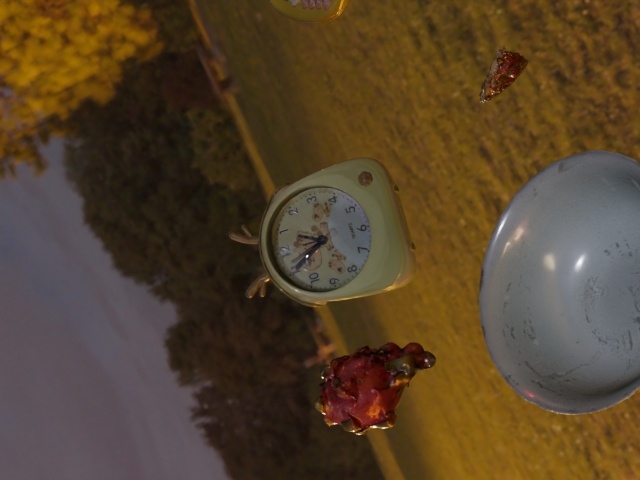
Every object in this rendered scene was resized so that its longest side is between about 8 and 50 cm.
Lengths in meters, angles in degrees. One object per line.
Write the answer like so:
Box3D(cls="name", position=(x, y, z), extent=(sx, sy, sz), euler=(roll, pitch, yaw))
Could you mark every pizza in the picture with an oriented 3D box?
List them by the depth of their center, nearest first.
Box3D(cls="pizza", position=(0.295, -0.261, 1.726), extent=(0.029, 0.099, 0.100), euler=(43, -161, 30))

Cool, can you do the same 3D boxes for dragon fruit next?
Box3D(cls="dragon fruit", position=(0.090, 0.229, 1.720), extent=(0.133, 0.208, 0.150), euler=(53, -168, -46))

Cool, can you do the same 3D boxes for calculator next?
Box3D(cls="calculator", position=(-0.021, -0.373, 1.447), extent=(0.235, 0.032, 0.146), euler=(37, 122, 52))

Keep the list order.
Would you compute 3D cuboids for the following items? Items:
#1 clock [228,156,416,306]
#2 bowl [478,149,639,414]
Box3D(cls="clock", position=(0.000, 0.000, 1.850), extent=(0.096, 0.308, 0.235), euler=(11, -117, -77))
Box3D(cls="bowl", position=(0.483, 0.082, 1.761), extent=(0.196, 0.435, 0.435), euler=(14, -151, -34))
